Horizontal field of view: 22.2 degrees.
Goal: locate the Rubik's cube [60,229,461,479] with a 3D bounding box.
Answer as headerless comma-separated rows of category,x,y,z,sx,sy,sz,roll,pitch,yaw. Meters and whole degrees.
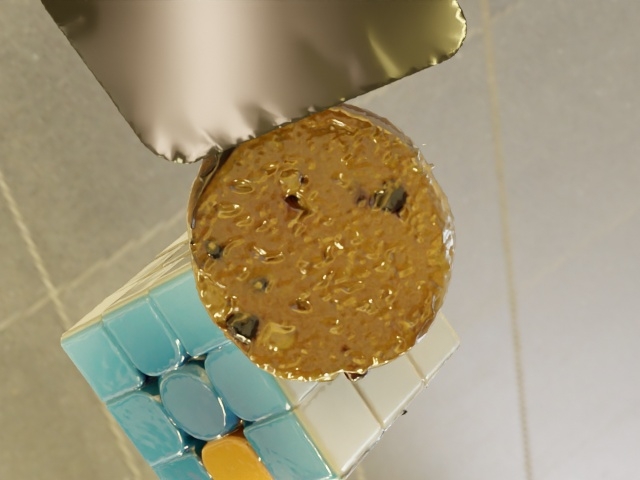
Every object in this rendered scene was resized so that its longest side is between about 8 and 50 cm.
Rubik's cube,-0.068,0.120,1.917,0.290,0.292,0.291,-28,-169,45

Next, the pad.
pad,-0.044,-0.202,1.521,0.375,0.063,0.315,-18,117,31

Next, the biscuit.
biscuit,0.000,-0.001,1.672,0.296,0.296,0.075,-48,180,5
